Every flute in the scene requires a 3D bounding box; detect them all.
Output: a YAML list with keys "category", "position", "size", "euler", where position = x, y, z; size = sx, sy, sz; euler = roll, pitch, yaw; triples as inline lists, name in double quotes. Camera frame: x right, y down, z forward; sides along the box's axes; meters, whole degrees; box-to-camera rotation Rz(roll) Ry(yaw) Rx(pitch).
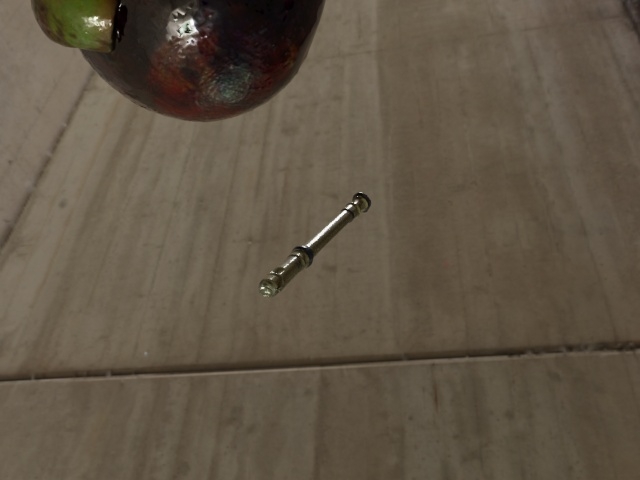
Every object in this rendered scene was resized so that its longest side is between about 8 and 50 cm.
- category: "flute"
  position: [0.000, 0.000, 0.667]
  size: [0.233, 0.027, 0.027]
  euler: [-43, -50, -53]

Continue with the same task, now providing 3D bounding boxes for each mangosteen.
- category: "mangosteen"
  position: [-0.136, -0.266, 0.623]
  size: [0.311, 0.311, 0.311]
  euler: [-5, -90, -80]
